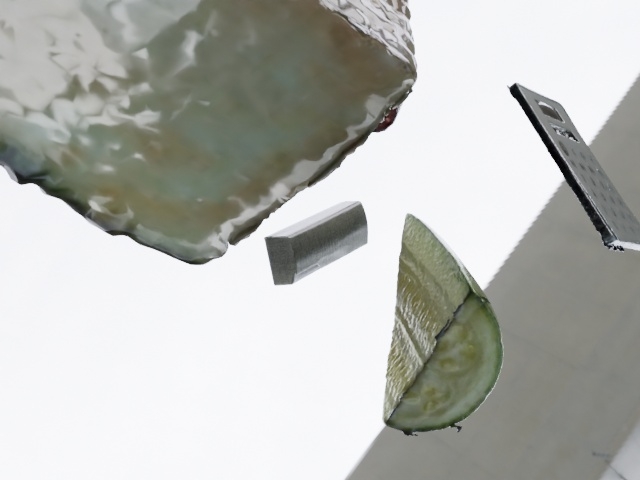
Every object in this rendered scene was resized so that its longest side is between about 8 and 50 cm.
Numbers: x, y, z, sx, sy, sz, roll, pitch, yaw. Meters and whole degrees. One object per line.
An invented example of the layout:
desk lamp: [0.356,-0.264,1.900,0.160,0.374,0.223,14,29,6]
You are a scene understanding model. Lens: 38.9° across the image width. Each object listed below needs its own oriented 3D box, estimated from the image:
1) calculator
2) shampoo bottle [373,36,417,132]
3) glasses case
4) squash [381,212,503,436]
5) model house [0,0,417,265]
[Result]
calculator: [0.346,-0.097,1.205,0.021,0.161,0.262,-39,-115,29]
shampoo bottle: [0.073,-0.219,1.136,0.064,0.102,0.260,-40,-168,27]
glasses case: [0.000,0.000,1.279,0.047,0.071,0.205,-4,-167,33]
squash: [0.139,0.106,1.150,0.203,0.111,0.289,-59,-162,9]
model house: [-0.175,-0.280,0.939,0.395,0.445,0.400,-38,-144,41]
